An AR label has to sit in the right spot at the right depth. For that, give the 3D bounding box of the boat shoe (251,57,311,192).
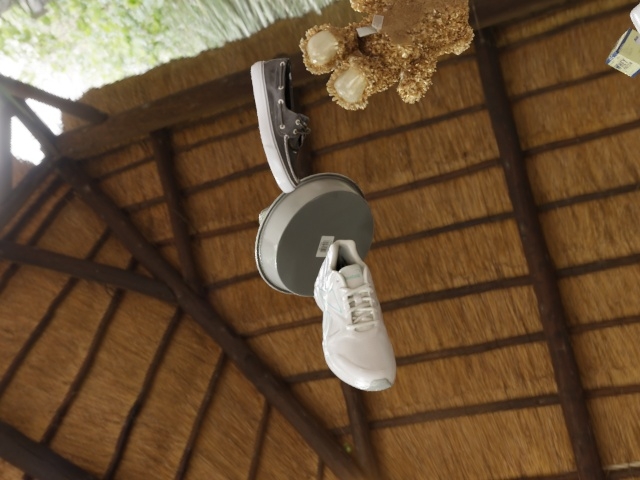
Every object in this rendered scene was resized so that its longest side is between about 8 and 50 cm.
[{"bbox_3d":[-0.055,-0.195,0.921,0.076,0.080,0.229,-14,-104,13],"label":"boat shoe"}]

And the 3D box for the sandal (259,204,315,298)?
[{"bbox_3d":[-0.031,0.036,1.333,0.120,0.303,0.086,-30,-160,16],"label":"sandal"}]

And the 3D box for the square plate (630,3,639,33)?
[{"bbox_3d":[0.986,-0.567,1.425,0.049,0.347,0.345,-6,-109,-24],"label":"square plate"}]

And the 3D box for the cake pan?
[{"bbox_3d":[0.000,0.000,1.210,0.293,0.293,0.054,-38,-138,-12],"label":"cake pan"}]

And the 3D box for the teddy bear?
[{"bbox_3d":[0.123,-0.361,1.033,0.245,0.113,0.338,35,-113,10],"label":"teddy bear"}]

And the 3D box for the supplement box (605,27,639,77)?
[{"bbox_3d":[0.809,-0.488,1.456,0.083,0.056,0.083,32,-98,6],"label":"supplement box"}]

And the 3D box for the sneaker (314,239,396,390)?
[{"bbox_3d":[0.025,0.057,0.467,0.053,0.061,0.152,-4,-144,-14],"label":"sneaker"}]
